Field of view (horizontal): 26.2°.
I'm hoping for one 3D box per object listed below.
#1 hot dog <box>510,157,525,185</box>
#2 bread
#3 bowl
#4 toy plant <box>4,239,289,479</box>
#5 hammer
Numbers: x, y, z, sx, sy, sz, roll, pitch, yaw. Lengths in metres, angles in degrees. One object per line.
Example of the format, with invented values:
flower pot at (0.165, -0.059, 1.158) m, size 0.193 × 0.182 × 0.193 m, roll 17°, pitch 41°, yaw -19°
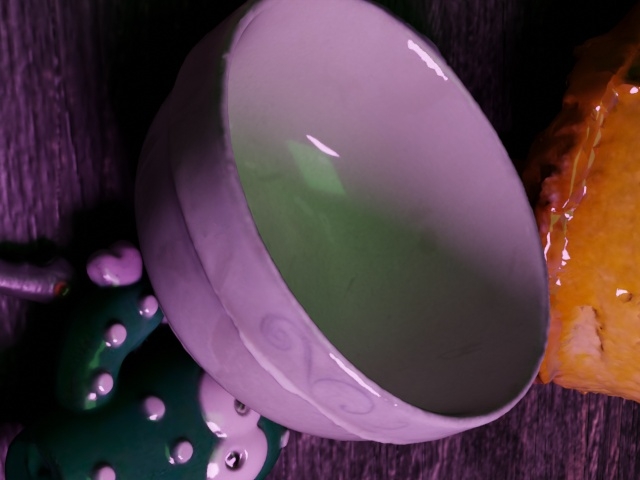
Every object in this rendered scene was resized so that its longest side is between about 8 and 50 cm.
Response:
hot dog at (0.139, -0.003, 1.134) m, size 0.090 × 0.060 × 0.140 m, roll 38°, pitch 71°, yaw -39°
bread at (0.312, -0.026, 1.131) m, size 0.398 × 0.215 × 0.398 m, roll -33°, pitch 132°, yaw -46°
bowl at (0.000, 0.000, 0.907) m, size 0.307 × 0.163 × 0.307 m, roll 31°, pitch 43°, yaw -34°
toy plant at (-0.099, 0.129, 0.940) m, size 0.243 × 0.112 × 0.232 m, roll 20°, pitch 77°, yaw -46°
hammer at (-0.268, 0.005, 0.820) m, size 0.288 × 0.033 × 0.111 m, roll 12°, pitch 97°, yaw -41°
